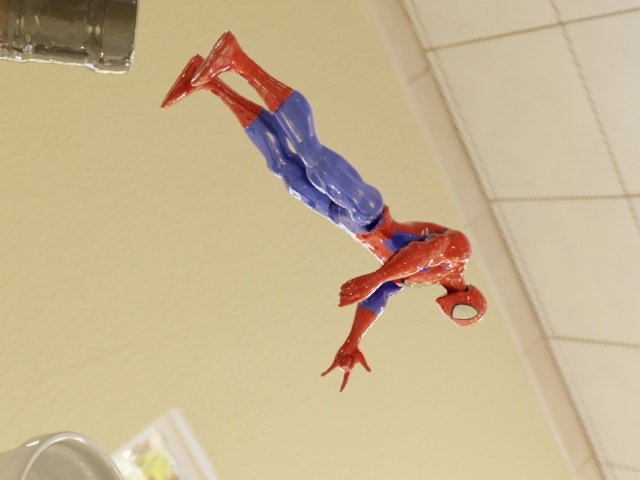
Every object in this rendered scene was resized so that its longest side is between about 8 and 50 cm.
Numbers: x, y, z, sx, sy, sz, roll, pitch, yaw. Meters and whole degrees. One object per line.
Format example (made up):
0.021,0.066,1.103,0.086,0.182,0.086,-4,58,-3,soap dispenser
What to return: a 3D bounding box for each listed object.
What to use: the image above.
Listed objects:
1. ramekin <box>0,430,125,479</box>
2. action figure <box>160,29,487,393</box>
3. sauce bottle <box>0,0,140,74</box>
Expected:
-0.214,0.248,0.817,0.109,0.207,0.207,-14,117,13,ramekin
0.000,0.000,0.790,0.280,0.139,0.091,37,158,-18,action figure
-0.285,-0.149,0.689,0.111,0.344,0.111,-175,90,-75,sauce bottle
